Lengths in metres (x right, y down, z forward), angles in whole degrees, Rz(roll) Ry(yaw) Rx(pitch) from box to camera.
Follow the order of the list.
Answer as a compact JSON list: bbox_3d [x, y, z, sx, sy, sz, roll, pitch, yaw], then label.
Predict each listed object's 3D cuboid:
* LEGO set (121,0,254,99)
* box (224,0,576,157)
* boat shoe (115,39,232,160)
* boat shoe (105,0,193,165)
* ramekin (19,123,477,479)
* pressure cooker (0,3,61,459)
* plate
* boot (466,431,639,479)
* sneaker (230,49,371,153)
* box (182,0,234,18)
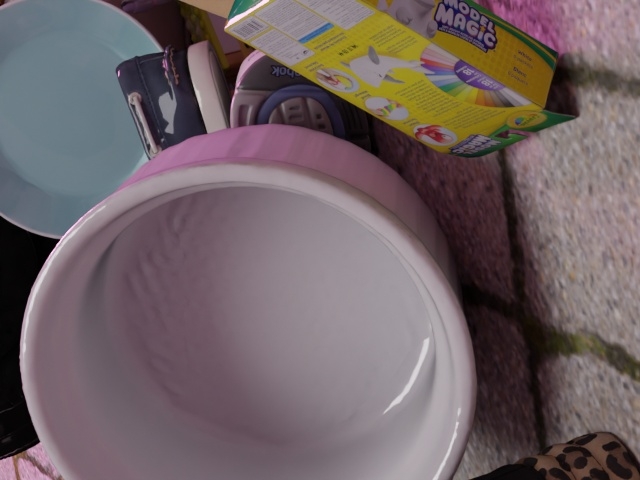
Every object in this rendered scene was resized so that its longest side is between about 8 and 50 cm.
[{"bbox_3d":[-0.117,-0.194,1.388,0.132,0.107,0.287,27,129,59],"label":"LEGO set"},{"bbox_3d":[0.049,-0.105,1.045,0.105,0.179,0.043,-20,45,56],"label":"box"},{"bbox_3d":[-0.085,-0.014,1.348,0.095,0.079,0.254,-80,-23,-70],"label":"boat shoe"},{"bbox_3d":[-0.144,-0.124,1.471,0.095,0.112,0.335,-29,80,42],"label":"boat shoe"},{"bbox_3d":[-0.037,0.060,1.182,0.135,0.277,0.277,-72,-23,-67],"label":"ramekin"},{"bbox_3d":[-0.346,-0.035,1.638,0.375,0.370,0.420,44,-176,-20],"label":"pressure cooker"},{"bbox_3d":[-0.188,-0.093,1.398,0.024,0.188,0.188,-60,-38,-71],"label":"plate"},{"bbox_3d":[0.072,0.303,1.083,0.138,0.284,0.377,13,116,62],"label":"boot"},{"bbox_3d":[0.000,0.000,1.302,0.129,0.111,0.297,-114,17,-70],"label":"sneaker"},{"bbox_3d":[-0.099,-0.262,1.283,0.164,0.021,0.201,24,126,20],"label":"box"}]
